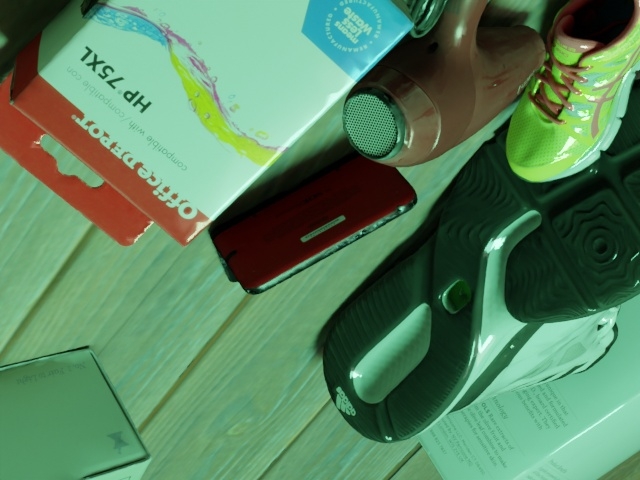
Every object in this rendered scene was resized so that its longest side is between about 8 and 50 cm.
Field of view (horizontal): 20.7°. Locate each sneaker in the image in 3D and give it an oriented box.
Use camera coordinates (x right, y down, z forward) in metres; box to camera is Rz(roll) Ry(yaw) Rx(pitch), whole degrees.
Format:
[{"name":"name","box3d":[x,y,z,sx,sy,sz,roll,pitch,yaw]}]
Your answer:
[{"name":"sneaker","box3d":[0.218,0.005,1.513,0.447,0.169,0.257,-40,163,34]},{"name":"sneaker","box3d":[0.192,-0.133,1.299,0.094,0.081,0.208,3,127,-49]}]

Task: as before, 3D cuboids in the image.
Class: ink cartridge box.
[{"name":"ink cartridge box","box3d":[-0.078,-0.095,0.981,0.134,0.078,0.231,40,105,-22]}]

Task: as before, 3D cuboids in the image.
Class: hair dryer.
[{"name":"hair dryer","box3d":[0.098,-0.143,1.153,0.223,0.080,0.293,-47,161,4]}]

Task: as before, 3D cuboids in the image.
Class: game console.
[{"name":"game console","box3d":[0.000,0.000,1.314,0.144,0.124,0.085,-30,127,-6]}]

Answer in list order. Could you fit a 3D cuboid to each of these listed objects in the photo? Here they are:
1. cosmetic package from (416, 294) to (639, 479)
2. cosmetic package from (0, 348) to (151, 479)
[{"name":"cosmetic package","box3d":[0.282,0.128,1.758,0.365,0.155,0.197,-36,154,8]},{"name":"cosmetic package","box3d":[-0.266,0.231,1.390,0.160,0.113,0.309,-12,147,-36]}]
